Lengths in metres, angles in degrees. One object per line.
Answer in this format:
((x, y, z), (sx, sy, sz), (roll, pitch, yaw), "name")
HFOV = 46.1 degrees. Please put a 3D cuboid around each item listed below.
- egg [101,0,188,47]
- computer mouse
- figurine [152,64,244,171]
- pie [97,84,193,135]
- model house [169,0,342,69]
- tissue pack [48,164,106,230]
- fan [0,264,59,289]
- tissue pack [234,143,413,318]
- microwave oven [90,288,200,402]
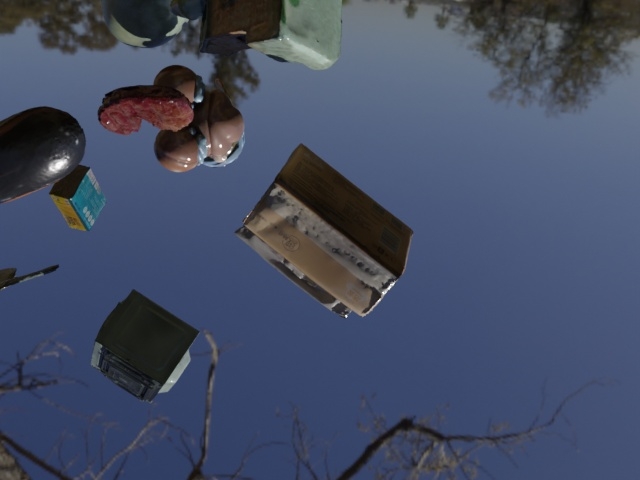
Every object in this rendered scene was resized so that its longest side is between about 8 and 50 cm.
((-0.467, -0.683, 2.063), (0.258, 0.352, 0.258), (15, -123, -25), "egg")
((-0.693, -0.189, 1.715), (0.323, 0.183, 0.116), (-24, -143, 5), "computer mouse")
((-0.330, -0.322, 2.087), (0.248, 0.276, 0.388), (-4, -178, -7), "figurine")
((-0.406, -0.302, 1.751), (0.219, 0.054, 0.204), (-3, 165, -13), "pie")
((-0.139, -0.454, 1.419), (0.325, 0.267, 0.194), (-1, 173, 34), "model house")
((-0.666, -0.119, 2.065), (0.082, 0.169, 0.120), (15, -119, 11), "tissue pack")
((-0.606, 0.093, 1.326), (0.335, 0.011, 0.229), (-16, -161, 15), "fan")
((0.000, 0.000, 1.507), (0.305, 0.238, 0.238), (38, -160, -7), "tissue pack")
((-0.323, 0.201, 1.364), (0.162, 0.208, 0.122), (34, -117, -4), "microwave oven")
